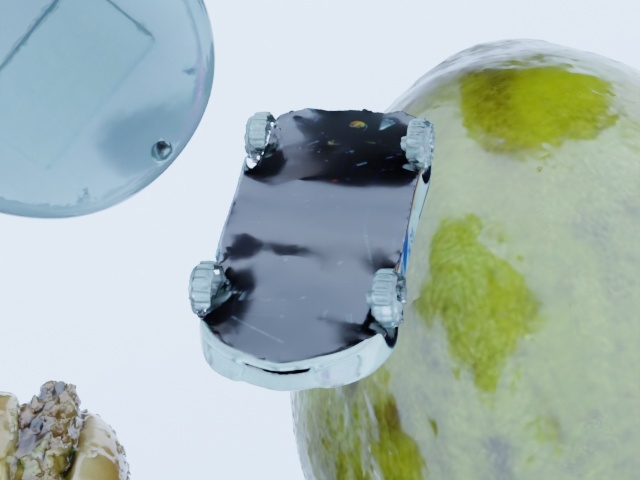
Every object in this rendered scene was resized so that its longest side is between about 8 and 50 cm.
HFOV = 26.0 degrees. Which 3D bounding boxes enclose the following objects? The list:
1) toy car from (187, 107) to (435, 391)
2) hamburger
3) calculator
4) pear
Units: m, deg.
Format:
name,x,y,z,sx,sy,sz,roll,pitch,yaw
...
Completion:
name,x,y,z,sx,sy,sz,roll,pitch,yaw
toy car,0.000,0.000,0.658,0.095,0.056,0.205,3,-139,10
hamburger,-0.178,0.173,0.824,0.182,0.118,0.191,-160,-97,-68
calculator,-0.179,-0.124,0.645,0.185,0.299,0.041,-48,-152,6
pear,0.141,0.066,0.885,0.352,0.352,0.413,-13,-130,19
